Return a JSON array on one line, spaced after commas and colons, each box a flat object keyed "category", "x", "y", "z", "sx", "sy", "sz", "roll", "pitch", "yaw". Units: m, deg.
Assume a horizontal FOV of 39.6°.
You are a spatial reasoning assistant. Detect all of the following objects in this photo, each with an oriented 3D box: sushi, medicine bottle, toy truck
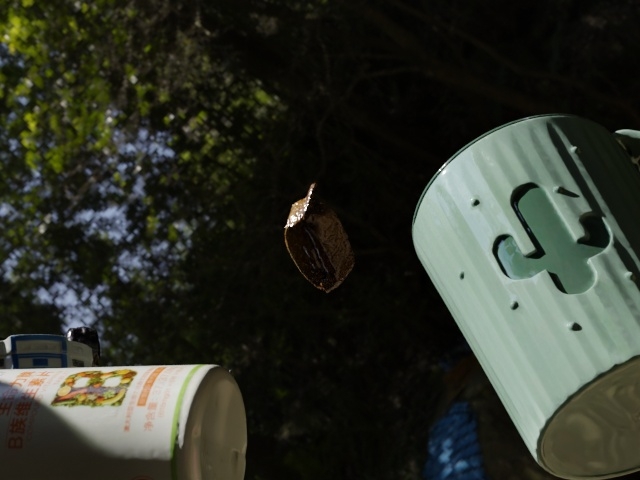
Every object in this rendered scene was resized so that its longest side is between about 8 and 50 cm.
[{"category": "sushi", "x": 0.000, "y": 0.000, "z": 0.939, "sx": 0.052, "sy": 0.120, "sz": 0.055, "roll": -9, "pitch": 33, "yaw": 37}, {"category": "medicine bottle", "x": -0.139, "y": 0.113, "z": 0.490, "sx": 0.183, "sy": 0.086, "sz": 0.086, "roll": -3, "pitch": 0, "yaw": 14}, {"category": "toy truck", "x": -0.335, "y": 0.205, "z": 1.012, "sx": 0.161, "sy": 0.177, "sz": 0.213, "roll": 3, "pitch": -45, "yaw": -26}]

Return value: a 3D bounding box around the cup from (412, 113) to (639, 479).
[{"category": "cup", "x": 0.342, "y": 0.036, "z": 1.106, "sx": 0.310, "sy": 0.392, "sz": 0.401, "roll": 21, "pitch": -56, "yaw": -34}]
